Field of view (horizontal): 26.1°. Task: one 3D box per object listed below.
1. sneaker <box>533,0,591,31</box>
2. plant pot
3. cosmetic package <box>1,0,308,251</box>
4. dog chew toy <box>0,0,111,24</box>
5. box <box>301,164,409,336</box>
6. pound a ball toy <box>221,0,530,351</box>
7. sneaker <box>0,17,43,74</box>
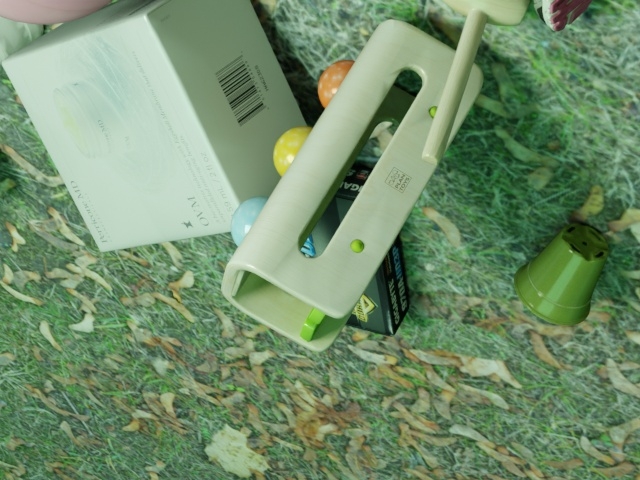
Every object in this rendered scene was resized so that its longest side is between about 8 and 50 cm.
[{"bbox_3d":[0.173,-0.237,1.095,0.075,0.063,0.170,42,171,35],"label":"sneaker"},{"bbox_3d":[0.244,0.027,1.355,0.083,0.083,0.079,29,132,3],"label":"plant pot"},{"bbox_3d":[-0.157,-0.124,1.360,0.224,0.138,0.224,-8,115,43],"label":"cosmetic package"},{"bbox_3d":[-0.198,-0.325,1.150,0.206,0.206,0.332,42,135,-15],"label":"dog chew toy"},{"bbox_3d":[0.000,0.000,1.510,0.175,0.051,0.220,14,141,23],"label":"box"},{"bbox_3d":[0.037,-0.087,1.193,0.136,0.319,0.208,30,160,2],"label":"pound a ball toy"},{"bbox_3d":[-0.450,-0.257,1.426,0.292,0.169,0.108,38,146,-7],"label":"sneaker"}]
